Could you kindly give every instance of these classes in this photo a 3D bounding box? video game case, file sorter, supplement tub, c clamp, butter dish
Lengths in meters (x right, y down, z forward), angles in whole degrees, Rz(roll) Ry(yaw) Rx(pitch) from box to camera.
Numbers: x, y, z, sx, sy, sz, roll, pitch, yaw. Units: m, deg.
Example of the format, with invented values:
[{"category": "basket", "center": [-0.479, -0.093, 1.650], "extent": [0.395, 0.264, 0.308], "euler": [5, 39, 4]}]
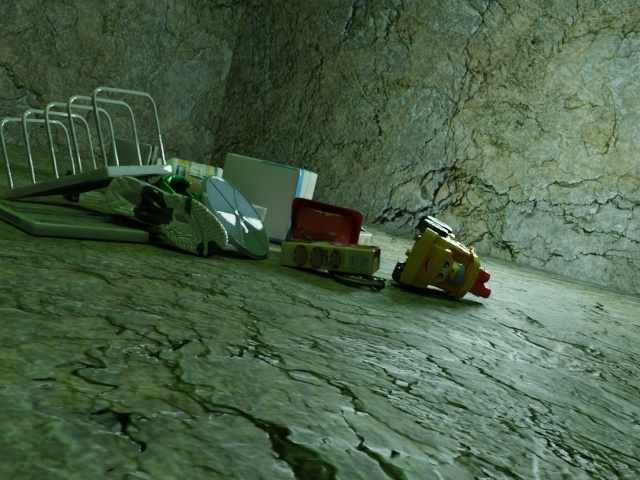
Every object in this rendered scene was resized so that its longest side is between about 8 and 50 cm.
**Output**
[{"category": "video game case", "center": [-0.446, -0.033, 1.108], "extent": [0.193, 0.023, 0.213], "euler": [18, 8, 39]}, {"category": "file sorter", "center": [-0.489, -0.194, 1.295], "extent": [0.278, 0.172, 0.193], "euler": [-9, 3, 25]}, {"category": "supplement tub", "center": [-0.404, -0.169, 1.900], "extent": [0.200, 0.144, 0.144], "euler": [11, 6, -17]}, {"category": "c clamp", "center": [0.085, 0.074, 1.262], "extent": [0.137, 0.022, 0.160], "euler": [12, 5, -8]}, {"category": "butter dish", "center": [0.000, 0.000, 1.385], "extent": [0.160, 0.118, 0.159], "euler": [14, -38, 6]}]

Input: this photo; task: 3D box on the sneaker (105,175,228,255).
[{"category": "sneaker", "center": [-0.281, -0.041, 1.192], "extent": [0.235, 0.094, 0.153], "euler": [20, -2, -4]}]

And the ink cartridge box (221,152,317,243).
[{"category": "ink cartridge box", "center": [-0.142, -0.115, 1.700], "extent": [0.198, 0.197, 0.270], "euler": [13, 6, 8]}]

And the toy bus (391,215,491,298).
[{"category": "toy bus", "center": [0.277, 0.060, 1.356], "extent": [0.212, 0.149, 0.220], "euler": [30, 11, 8]}]

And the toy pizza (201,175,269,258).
[{"category": "toy pizza", "center": [-0.177, -0.043, 1.276], "extent": [0.201, 0.032, 0.201], "euler": [49, 19, -23]}]

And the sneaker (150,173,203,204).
[{"category": "sneaker", "center": [-0.333, -0.086, 1.369], "extent": [0.296, 0.123, 0.109], "euler": [16, 7, 31]}]

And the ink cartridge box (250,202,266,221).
[{"category": "ink cartridge box", "center": [-0.200, -0.048, 1.456], "extent": [0.090, 0.092, 0.143], "euler": [8, 9, -44]}]

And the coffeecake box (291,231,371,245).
[{"category": "coffeecake box", "center": [0.032, -0.003, 1.659], "extent": [0.143, 0.068, 0.185], "euler": [17, 7, 25]}]

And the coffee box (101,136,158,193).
[{"category": "coffee box", "center": [-0.586, -0.227, 1.949], "extent": [0.119, 0.168, 0.297], "euler": [12, 5, -12]}]

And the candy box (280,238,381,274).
[{"category": "candy box", "center": [0.023, 0.031, 1.270], "extent": [0.187, 0.053, 0.109], "euler": [4, 5, 12]}]

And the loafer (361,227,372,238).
[{"category": "loafer", "center": [0.086, -0.023, 1.922], "extent": [0.078, 0.076, 0.223], "euler": [7, -1, 30]}]

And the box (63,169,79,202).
[{"category": "box", "center": [-0.591, -0.130, 1.498], "extent": [0.018, 0.067, 0.083], "euler": [8, 8, -37]}]
